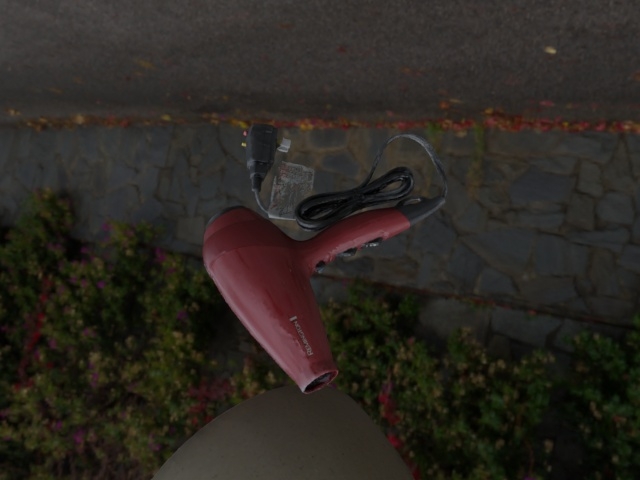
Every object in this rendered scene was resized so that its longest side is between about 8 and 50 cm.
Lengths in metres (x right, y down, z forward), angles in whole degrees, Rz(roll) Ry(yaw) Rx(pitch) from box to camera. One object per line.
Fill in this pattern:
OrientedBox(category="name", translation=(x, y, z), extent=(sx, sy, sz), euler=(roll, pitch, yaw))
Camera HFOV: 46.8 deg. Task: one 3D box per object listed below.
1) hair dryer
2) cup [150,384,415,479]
OrientedBox(category="hair dryer", translation=(0.000, 0.000, 0.703), extent=(0.224, 0.293, 0.080), euler=(6, 152, 10))
OrientedBox(category="cup", translation=(-0.001, 0.340, 0.704), extent=(0.331, 0.331, 0.237), euler=(16, -169, -44))
